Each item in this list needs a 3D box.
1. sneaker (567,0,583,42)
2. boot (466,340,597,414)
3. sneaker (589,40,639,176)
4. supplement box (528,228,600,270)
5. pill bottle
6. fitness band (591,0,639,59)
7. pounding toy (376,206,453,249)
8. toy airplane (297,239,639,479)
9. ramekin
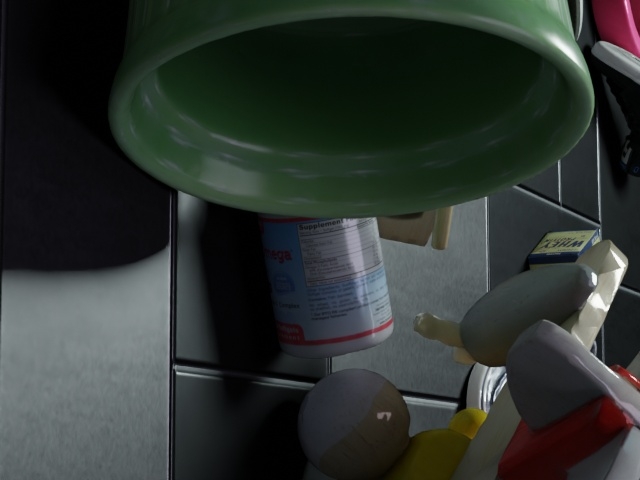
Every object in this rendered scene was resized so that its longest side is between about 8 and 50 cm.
[{"bbox_3d":[0.216,-0.346,1.843,0.178,0.124,0.295,-52,132,-42],"label":"sneaker"},{"bbox_3d":[0.205,0.133,1.778,0.190,0.086,0.069,-45,127,-59],"label":"boot"},{"bbox_3d":[0.381,-0.143,2.212,0.217,0.121,0.079,28,18,-29],"label":"sneaker"},{"bbox_3d":[0.264,0.040,1.953,0.083,0.056,0.083,-42,124,-59],"label":"supplement box"},{"bbox_3d":[0.000,0.000,1.356,0.087,0.087,0.160,-31,114,-62],"label":"pill bottle"},{"bbox_3d":[0.385,-0.350,2.277,0.209,0.054,0.291,29,60,-61],"label":"fitness band"},{"bbox_3d":[0.060,-0.078,1.401,0.206,0.094,0.181,109,-8,-63],"label":"pounding toy"},{"bbox_3d":[0.109,0.171,1.352,0.384,0.272,0.386,-63,171,7],"label":"toy airplane"},{"bbox_3d":[0.017,-0.138,1.180,0.303,0.303,0.148,38,46,-58],"label":"ramekin"}]
